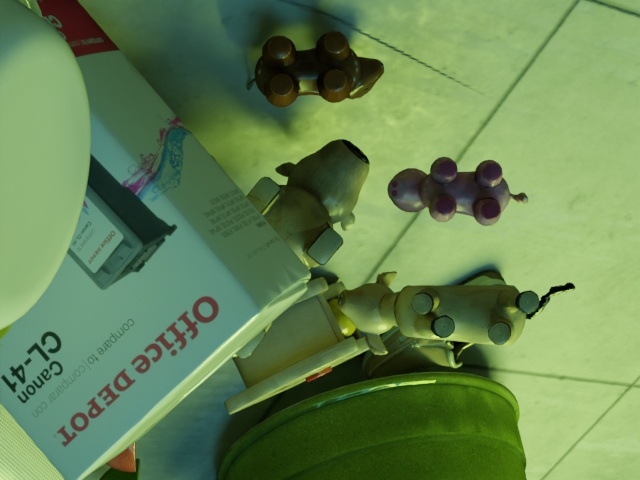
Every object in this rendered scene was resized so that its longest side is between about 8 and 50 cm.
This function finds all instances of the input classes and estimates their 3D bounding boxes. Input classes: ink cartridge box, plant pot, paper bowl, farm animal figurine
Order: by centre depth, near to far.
[{"bbox_3d":[-0.245,-0.050,0.899,0.148,0.284,0.284,12,143,16],"label":"paper bowl"},{"bbox_3d":[-0.194,-0.006,1.112,0.226,0.306,0.131,-43,175,20],"label":"ink cartridge box"},{"bbox_3d":[0.000,0.000,1.260,0.326,0.330,0.172,-32,179,-3],"label":"farm animal figurine"},{"bbox_3d":[0.097,0.389,1.625,0.366,0.353,0.366,-11,150,-7],"label":"plant pot"}]

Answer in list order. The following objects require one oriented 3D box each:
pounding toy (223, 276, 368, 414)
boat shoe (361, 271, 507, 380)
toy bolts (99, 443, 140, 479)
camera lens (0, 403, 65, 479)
[{"bbox_3d":[-0.045,0.067,1.402,0.154,0.155,0.269,-29,173,24],"label":"pounding toy"},{"bbox_3d":[0.130,0.111,1.594,0.190,0.072,0.068,-36,140,16],"label":"boat shoe"},{"bbox_3d":[-0.268,0.259,1.489,0.158,0.218,0.229,0,119,-5],"label":"toy bolts"},{"bbox_3d":[-0.362,0.176,1.291,0.219,0.219,0.274,-28,133,6],"label":"camera lens"}]
